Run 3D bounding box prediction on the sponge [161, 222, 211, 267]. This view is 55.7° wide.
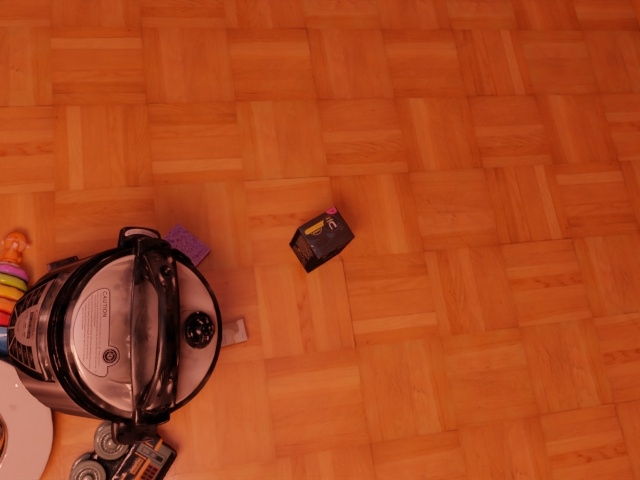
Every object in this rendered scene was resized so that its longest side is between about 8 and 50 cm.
[{"bbox_3d":[-0.399,0.064,1.587,0.117,0.031,0.210,40,70,1],"label":"sponge"}]

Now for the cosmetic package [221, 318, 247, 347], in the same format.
[{"bbox_3d":[-0.251,0.245,1.560,0.115,0.041,0.060,-14,77,-16],"label":"cosmetic package"}]

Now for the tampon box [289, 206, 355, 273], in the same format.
[{"bbox_3d":[0.000,0.000,1.627,0.120,0.161,0.101,-31,82,-20],"label":"tampon box"}]

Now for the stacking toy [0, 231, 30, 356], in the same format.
[{"bbox_3d":[-0.760,0.113,1.443,0.175,0.166,0.302,11,60,-19],"label":"stacking toy"}]

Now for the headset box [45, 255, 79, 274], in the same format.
[{"bbox_3d":[-0.646,0.081,1.527,0.083,0.032,0.062,-17,78,-18],"label":"headset box"}]

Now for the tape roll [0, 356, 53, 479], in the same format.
[{"bbox_3d":[-0.785,0.431,1.302,0.391,0.072,0.392,2,86,-28],"label":"tape roll"}]

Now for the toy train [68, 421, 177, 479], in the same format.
[{"bbox_3d":[-0.477,0.557,1.371,0.190,0.142,0.334,35,69,-11],"label":"toy train"}]

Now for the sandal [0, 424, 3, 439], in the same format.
[{"bbox_3d":[-0.759,0.481,1.242,0.097,0.054,0.255,35,72,-22],"label":"sandal"}]

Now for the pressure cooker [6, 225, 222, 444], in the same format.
[{"bbox_3d":[-0.418,0.192,1.287,0.375,0.420,0.370,-49,115,-37],"label":"pressure cooker"}]
